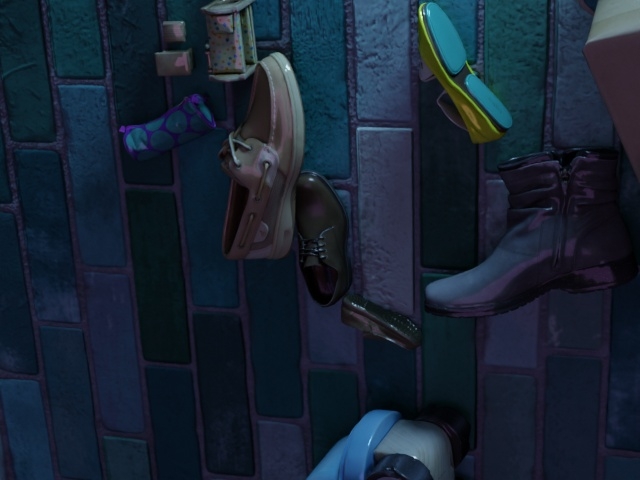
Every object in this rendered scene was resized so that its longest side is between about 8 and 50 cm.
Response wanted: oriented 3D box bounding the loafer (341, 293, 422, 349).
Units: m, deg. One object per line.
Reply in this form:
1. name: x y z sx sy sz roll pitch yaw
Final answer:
1. loafer: 0.097 0.140 1.928 0.148 0.056 0.050 30 117 13

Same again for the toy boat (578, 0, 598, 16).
1. toy boat: 0.425 -0.402 1.489 0.267 0.148 0.318 -24 118 23

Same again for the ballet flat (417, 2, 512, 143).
1. ballet flat: 0.192 -0.238 1.738 0.077 0.077 0.231 -26 106 40

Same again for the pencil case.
1. pencil case: -0.241 -0.180 1.878 0.151 0.064 0.070 -24 120 22

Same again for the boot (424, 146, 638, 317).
1. boot: 0.298 -0.019 1.787 0.338 0.118 0.223 -15 105 9

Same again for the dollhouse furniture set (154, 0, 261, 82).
1. dollhouse furniture set: -0.187 -0.337 1.777 0.161 0.101 0.182 0 112 15

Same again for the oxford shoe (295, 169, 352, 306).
1. oxford shoe: 0.000 0.000 1.872 0.083 0.096 0.227 -8 108 20

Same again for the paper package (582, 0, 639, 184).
1. paper package: 0.524 -0.205 1.428 0.325 0.168 0.309 -9 131 32

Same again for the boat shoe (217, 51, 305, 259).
1. boat shoe: -0.096 -0.120 1.814 0.110 0.121 0.341 -5 116 -20

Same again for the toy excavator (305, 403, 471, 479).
1. toy excavator: 0.035 0.485 2.028 0.445 0.222 0.433 3 114 29
